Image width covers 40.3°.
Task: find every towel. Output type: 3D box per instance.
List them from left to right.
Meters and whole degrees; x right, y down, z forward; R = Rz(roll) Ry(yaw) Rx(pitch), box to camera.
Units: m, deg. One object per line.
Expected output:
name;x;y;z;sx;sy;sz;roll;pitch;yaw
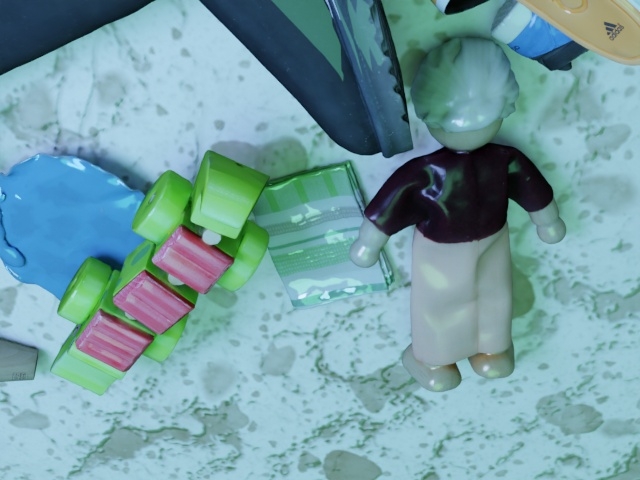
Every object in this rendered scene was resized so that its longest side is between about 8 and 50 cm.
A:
towel;0.000;0.000;0.865;0.113;0.023;0.152;-15;122;12

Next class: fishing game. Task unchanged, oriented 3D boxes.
fishing game;-0.243;-0.010;0.864;0.264;0.041;0.189;28;126;-15

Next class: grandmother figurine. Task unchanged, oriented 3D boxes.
grandmother figurine;0.125;-0.018;0.807;0.207;0.104;0.343;-15;124;-20

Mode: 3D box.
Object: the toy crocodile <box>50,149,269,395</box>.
toy crocodile;-0.154;0.044;0.807;0.115;0.105;0.340;34;123;-20

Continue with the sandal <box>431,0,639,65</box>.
sandal;0.125;-0.195;0.628;0.265;0.076;0.102;36;163;7

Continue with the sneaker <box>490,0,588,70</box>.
sneaker;0.213;-0.201;0.690;0.084;0.058;0.152;30;125;-10

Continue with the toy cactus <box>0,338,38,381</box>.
toy cactus;-0.401;0.127;0.940;0.180;0.112;0.219;8;117;-14

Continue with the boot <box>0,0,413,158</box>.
boot;-0.186;-0.171;0.678;0.445;0.146;0.367;-18;112;11
